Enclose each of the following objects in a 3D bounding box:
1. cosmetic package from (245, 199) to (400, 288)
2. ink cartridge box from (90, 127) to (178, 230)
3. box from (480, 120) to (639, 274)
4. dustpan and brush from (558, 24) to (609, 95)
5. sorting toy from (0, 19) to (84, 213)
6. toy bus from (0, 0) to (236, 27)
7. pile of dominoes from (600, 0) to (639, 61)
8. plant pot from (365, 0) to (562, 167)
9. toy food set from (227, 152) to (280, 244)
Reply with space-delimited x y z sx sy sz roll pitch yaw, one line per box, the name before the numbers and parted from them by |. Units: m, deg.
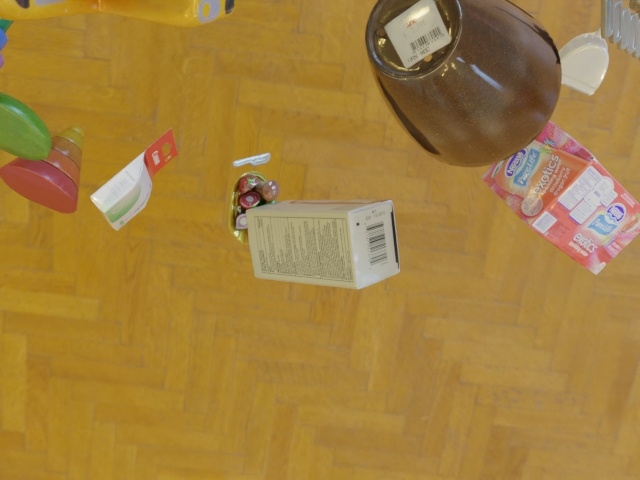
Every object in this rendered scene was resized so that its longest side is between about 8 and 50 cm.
cosmetic package | 0.000 0.000 1.528 0.129 0.296 0.153 -18 106 -43
ink cartridge box | -0.386 -0.127 1.682 0.225 0.181 0.056 -41 85 -12
box | 0.441 -0.074 1.364 0.154 0.142 0.300 -48 138 16
dustpan and brush | 0.666 -0.473 1.890 0.147 0.060 0.211 18 129 -19
sorting toy | -0.392 -0.179 1.050 0.127 0.365 0.126 18 63 9
toy bus | -0.213 -0.202 0.457 0.333 0.130 0.108 18 117 23
pile of dominoes | 0.464 -0.379 1.163 0.251 0.040 0.195 2 100 -49
plant pot | 0.148 -0.208 0.893 0.216 0.230 0.215 -2 85 27
toy food set | -0.147 -0.090 1.817 0.128 0.071 0.217 -11 110 -44
